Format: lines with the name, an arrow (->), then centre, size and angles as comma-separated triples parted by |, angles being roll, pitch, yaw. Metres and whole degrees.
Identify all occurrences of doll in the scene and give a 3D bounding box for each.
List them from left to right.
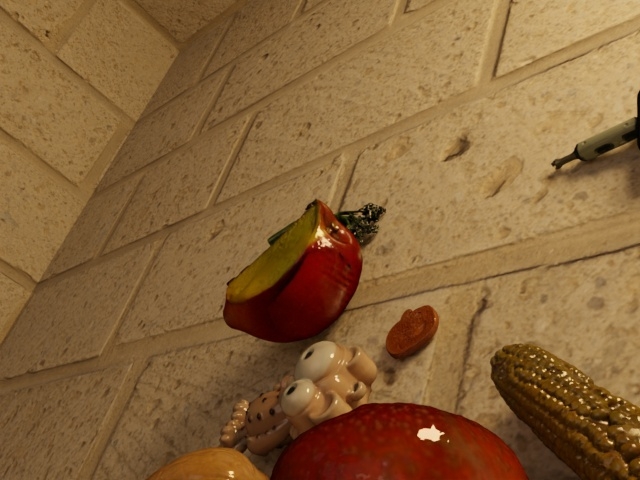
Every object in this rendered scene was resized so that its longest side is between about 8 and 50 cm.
doll -> -0.040, 0.245, 1.064 | 0.278, 0.119, 0.154 | -32, 20, 31

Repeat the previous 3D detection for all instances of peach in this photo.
peach -> -0.043, 0.087, 1.210 | 0.267, 0.159, 0.154 | -41, 19, 10

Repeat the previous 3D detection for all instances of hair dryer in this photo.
hair dryer -> 0.395, -0.133, 1.000 | 0.197, 0.057, 0.100 | -28, 33, 48

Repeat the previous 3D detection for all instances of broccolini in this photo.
broccolini -> -0.006, 0.000, 1.369 | 0.271, 0.062, 0.123 | -11, 31, 41

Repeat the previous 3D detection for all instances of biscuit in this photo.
biscuit -> 0.132, 0.130, 1.068 | 0.091, 0.015, 0.078 | -36, 29, 21

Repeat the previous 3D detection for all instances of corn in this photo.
corn -> 0.271, 0.192, 0.720 | 0.097, 0.097, 0.320 | -48, 27, 1

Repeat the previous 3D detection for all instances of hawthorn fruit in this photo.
hawthorn fruit -> 0.063, 0.300, 0.701 | 0.275, 0.275, 0.300 | -24, 28, 38

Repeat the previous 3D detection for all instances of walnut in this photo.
walnut -> -0.156, 0.377, 0.984 | 0.225, 0.193, 0.193 | -41, 29, 19
